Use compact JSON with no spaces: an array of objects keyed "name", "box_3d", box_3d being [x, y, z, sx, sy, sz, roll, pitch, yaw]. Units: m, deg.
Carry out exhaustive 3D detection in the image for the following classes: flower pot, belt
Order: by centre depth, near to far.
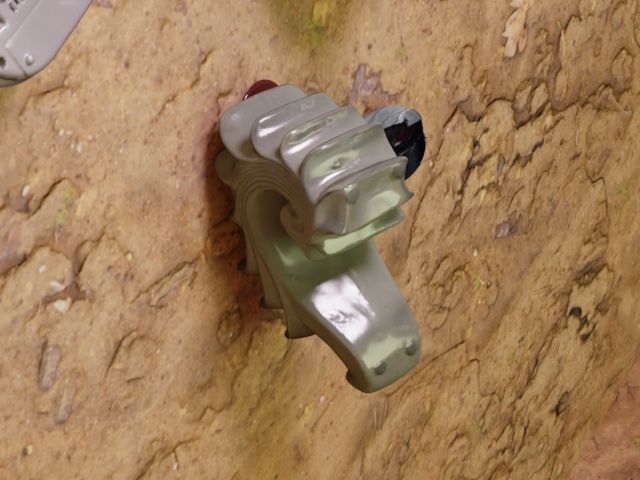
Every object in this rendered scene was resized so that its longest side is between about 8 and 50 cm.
[{"name":"flower pot","box_3d":[0.000,0.000,1.672,0.165,0.254,0.367,-29,128,-29]},{"name":"belt","box_3d":[0.098,-0.137,1.918,0.140,0.105,0.058,-58,148,-36]}]

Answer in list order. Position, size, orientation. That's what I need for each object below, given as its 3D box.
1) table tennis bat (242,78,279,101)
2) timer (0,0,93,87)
[{"name":"table tennis bat","box_3d":[-0.070,-0.137,1.743,0.098,0.019,0.154,-40,130,-43]},{"name":"timer","box_3d":[-0.304,-0.289,1.264,0.262,0.087,0.237,-63,145,-24]}]
